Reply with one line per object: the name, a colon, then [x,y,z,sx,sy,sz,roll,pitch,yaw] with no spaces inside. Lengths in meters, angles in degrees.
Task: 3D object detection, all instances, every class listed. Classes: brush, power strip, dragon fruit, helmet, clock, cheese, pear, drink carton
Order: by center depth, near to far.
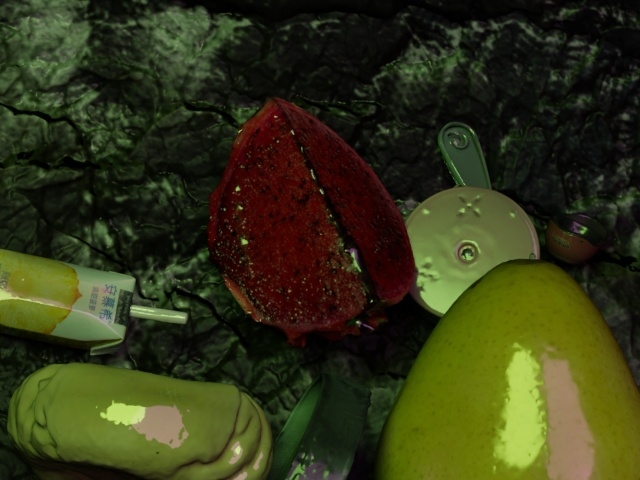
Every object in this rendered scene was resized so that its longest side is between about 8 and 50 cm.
cheese: [-0.158,0.173,1.011,0.226,0.214,0.117,17,68,-19]
clock: [-0.027,0.221,1.024,0.049,0.226,0.226,28,62,-4]
pear: [0.193,0.194,1.064,0.285,0.285,0.336,20,103,-10]
drink carton: [-0.230,0.063,1.110,0.200,0.074,0.084,14,65,-13]
dragon fruit: [0.000,0.000,1.166,0.189,0.163,0.261,-10,60,-28]
power strip: [0.156,0.020,1.225,0.154,0.078,0.154,-3,73,10]
brush: [0.204,-0.010,1.293,0.068,0.060,0.296,-14,73,-21]
helmet: [0.288,0.002,1.322,0.065,0.049,0.084,35,26,34]
